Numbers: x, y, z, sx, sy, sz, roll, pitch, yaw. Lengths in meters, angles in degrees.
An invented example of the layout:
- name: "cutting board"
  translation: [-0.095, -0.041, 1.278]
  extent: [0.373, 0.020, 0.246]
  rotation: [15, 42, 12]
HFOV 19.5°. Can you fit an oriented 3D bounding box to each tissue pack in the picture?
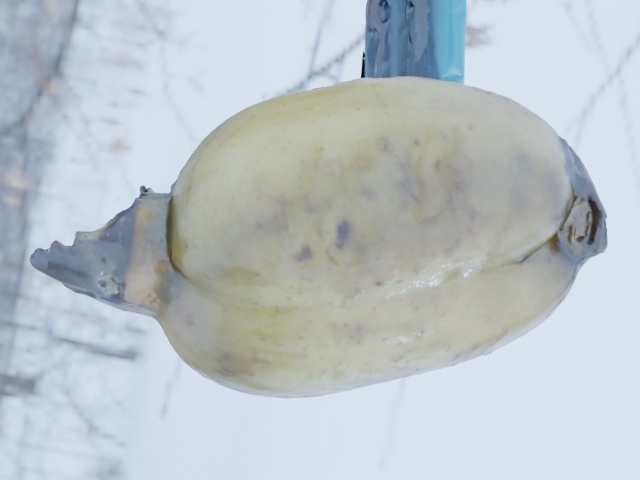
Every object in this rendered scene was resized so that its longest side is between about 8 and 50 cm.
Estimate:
- name: "tissue pack"
  translation: [0.044, -0.099, 0.927]
  extent: [0.085, 0.028, 0.138]
  rotation: [-24, 59, 51]

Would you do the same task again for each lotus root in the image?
- name: "lotus root"
  translation: [0.000, 0.000, 0.721]
  extent: [0.118, 0.221, 0.125]
  rotation: [-111, 14, -69]
